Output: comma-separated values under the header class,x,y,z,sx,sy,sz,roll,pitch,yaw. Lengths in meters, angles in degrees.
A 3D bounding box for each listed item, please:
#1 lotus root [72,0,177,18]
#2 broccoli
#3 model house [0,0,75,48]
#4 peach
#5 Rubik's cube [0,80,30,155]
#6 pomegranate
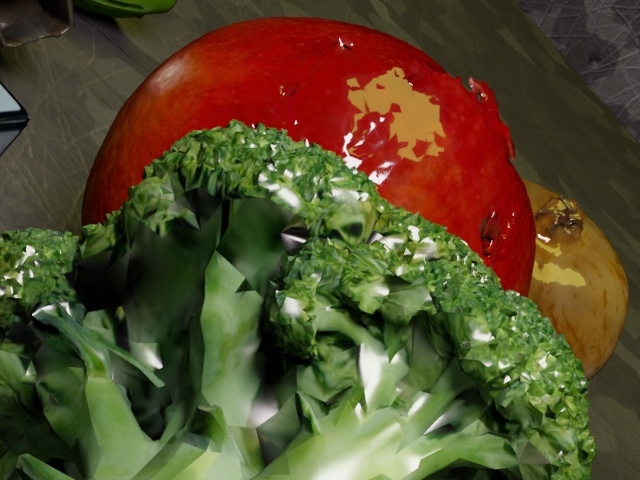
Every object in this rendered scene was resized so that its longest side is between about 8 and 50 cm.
class,x,y,z,sx,sy,sz,roll,pitch,yaw
lotus root,-0.238,-0.305,1.830,0.186,0.186,0.186,37,22,-18
broccoli,-0.043,0.123,1.075,0.321,0.413,0.310,78,28,-52
model house,-0.306,-0.274,1.634,0.243,0.211,0.204,27,-48,59
peach,0.000,0.000,1.378,0.370,0.370,0.370,37,22,-18
Rubik's cube,-0.321,-0.078,1.226,0.162,0.160,0.163,48,21,10
pomegranate,0.176,0.046,1.806,0.248,0.248,0.248,37,22,-18
